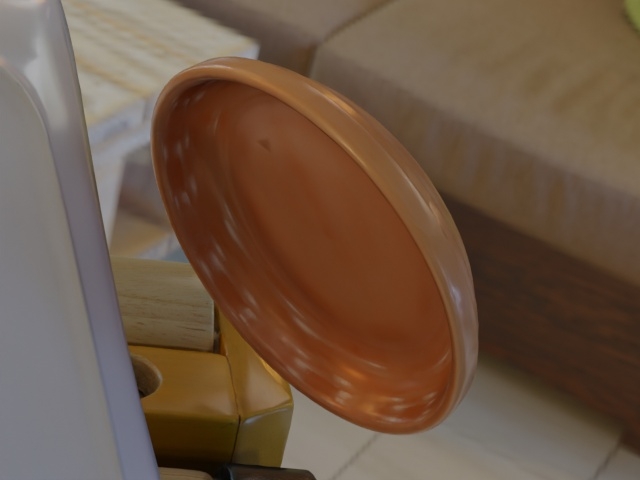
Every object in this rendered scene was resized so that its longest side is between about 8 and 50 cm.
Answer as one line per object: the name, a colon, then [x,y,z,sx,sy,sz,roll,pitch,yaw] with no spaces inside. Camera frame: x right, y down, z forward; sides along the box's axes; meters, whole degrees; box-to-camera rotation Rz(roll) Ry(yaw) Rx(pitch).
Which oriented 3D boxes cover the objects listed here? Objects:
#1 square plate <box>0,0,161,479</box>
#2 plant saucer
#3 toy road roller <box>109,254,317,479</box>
square plate: [-0.215,0.056,0.610,0.344,0.049,0.347,-7,79,-36]
plant saucer: [0.000,0.000,0.723,0.200,0.200,0.037,35,56,29]
toy road roller: [-0.135,0.173,0.900,0.203,0.240,0.329,7,28,-14]
